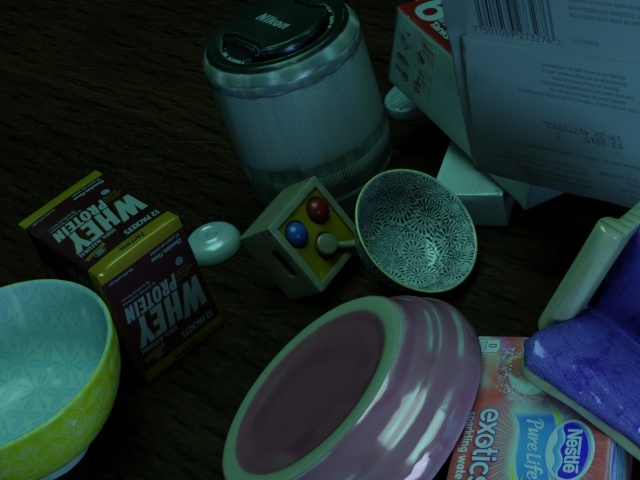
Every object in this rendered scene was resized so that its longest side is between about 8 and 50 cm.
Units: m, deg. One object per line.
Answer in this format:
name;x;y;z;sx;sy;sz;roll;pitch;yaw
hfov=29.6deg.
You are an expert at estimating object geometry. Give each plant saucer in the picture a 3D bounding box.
plant saucer;0.014;0.177;1.247;0.332;0.084;0.332;-38;23;19

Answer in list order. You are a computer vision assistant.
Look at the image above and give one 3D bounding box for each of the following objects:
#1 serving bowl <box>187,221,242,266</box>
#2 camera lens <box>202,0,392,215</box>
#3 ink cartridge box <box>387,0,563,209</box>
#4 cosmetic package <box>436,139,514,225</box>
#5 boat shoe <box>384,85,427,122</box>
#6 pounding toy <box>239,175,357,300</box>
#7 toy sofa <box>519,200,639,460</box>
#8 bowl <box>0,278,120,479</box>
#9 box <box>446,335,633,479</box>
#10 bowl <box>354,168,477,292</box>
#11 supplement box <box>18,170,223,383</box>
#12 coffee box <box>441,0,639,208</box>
serving bowl;-0.154;-0.001;1.707;0.083;0.027;0.083;-11;38;9
camera lens;-0.026;-0.188;1.680;0.219;0.274;0.219;-12;38;10
ink cartridge box;0.290;-0.220;1.611;0.272;0.130;0.309;-23;51;-25
cosmetic package;0.229;-0.116;1.654;0.099;0.060;0.239;0;41;24
boat shoe;0.197;-0.215;1.782;0.226;0.076;0.083;-26;49;-17
pounding toy;0.000;0.000;1.564;0.100;0.141;0.130;-20;25;52
toy sofa;0.369;0.132;1.067;0.362;0.150;0.177;41;47;19
bowl;-0.355;0.197;1.441;0.289;0.156;0.289;-13;38;10
box;0.210;0.242;1.145;0.154;0.142;0.300;-1;41;21
bowl;0.105;0.002;1.523;0.170;0.080;0.170;11;61;-20
supplement box;-0.255;0.044;1.559;0.129;0.191;0.194;-39;42;-24
coffee box;0.358;-0.267;1.276;0.338;0.338;0.334;17;52;33
